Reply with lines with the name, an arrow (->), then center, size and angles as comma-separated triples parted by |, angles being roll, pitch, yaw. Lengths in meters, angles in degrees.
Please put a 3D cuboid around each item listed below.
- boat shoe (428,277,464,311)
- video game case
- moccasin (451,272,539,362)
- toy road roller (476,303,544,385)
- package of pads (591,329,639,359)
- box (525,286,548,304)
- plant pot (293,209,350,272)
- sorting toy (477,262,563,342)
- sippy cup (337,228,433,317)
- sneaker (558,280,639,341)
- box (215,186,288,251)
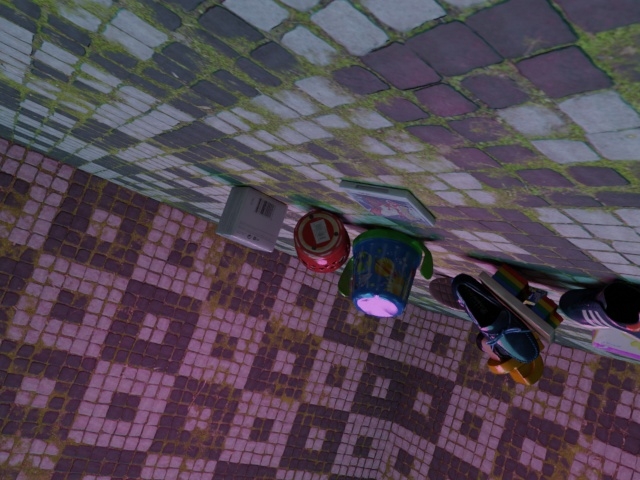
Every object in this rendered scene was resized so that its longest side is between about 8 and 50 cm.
boat shoe -> 0.635, 0.252, 2.092 | 0.356, 0.132, 0.130 | 17, 172, 23
video game case -> 0.168, -0.090, 1.222 | 0.184, 0.023, 0.201 | 14, 171, 35
moccasin -> 0.527, 0.253, 1.531 | 0.342, 0.137, 0.117 | 42, -165, 11
toy road roller -> 0.815, 0.422, 1.977 | 0.240, 0.330, 0.202 | 57, 173, 3
package of pads -> 0.940, 0.269, 1.461 | 0.229, 0.101, 0.296 | 15, 161, 27
box -> 0.699, 0.183, 1.736 | 0.169, 0.054, 0.059 | 18, 172, 15
plant pot -> 0.000, 0.000, 1.652 | 0.191, 0.191, 0.174 | 17, 167, 14
sorting toy -> 0.631, 0.189, 1.526 | 0.257, 0.089, 0.255 | 44, -176, 30
sippy cup -> 0.200, 0.117, 1.585 | 0.240, 0.224, 0.305 | 17, 148, -5
sneaker -> 0.751, 0.161, 1.295 | 0.148, 0.131, 0.350 | 44, 171, -17
box -> -0.238, -0.074, 1.724 | 0.181, 0.181, 0.119 | 25, 170, -38
